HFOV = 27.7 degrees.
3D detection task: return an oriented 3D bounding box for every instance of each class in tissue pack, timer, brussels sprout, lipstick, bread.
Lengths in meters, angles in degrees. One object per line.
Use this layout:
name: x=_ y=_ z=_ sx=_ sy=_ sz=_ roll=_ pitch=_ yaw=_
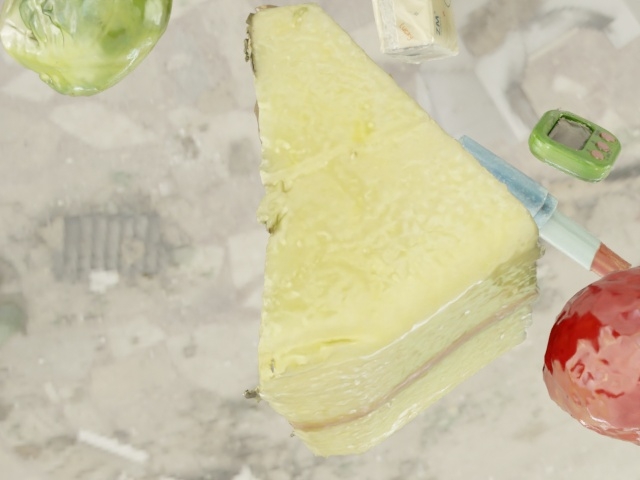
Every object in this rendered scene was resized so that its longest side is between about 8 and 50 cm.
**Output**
tissue pack: x=0.131 y=-0.357 z=1.849 sx=0.092 sy=0.196 sz=0.148 roll=-8 pitch=178 yaw=22
timer: x=0.373 y=-0.139 z=1.908 sx=0.128 sy=0.140 sz=0.047 roll=27 pitch=124 yaw=11
brussels sprout: x=-0.270 y=-0.271 z=1.541 sx=0.223 sy=0.223 sz=0.161 roll=-43 pitch=143 yaw=23
lipstick: x=0.270 y=-0.029 z=1.587 sx=0.274 sy=0.061 sz=0.068 roll=35 pitch=155 yaw=-7
bread: x=0.000 y=0.000 z=0.878 sx=0.198 sy=0.236 sz=0.263 roll=-34 pitch=160 yaw=-6

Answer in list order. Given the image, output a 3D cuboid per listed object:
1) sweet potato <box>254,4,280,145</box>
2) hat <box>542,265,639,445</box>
sweet potato: x=-0.062 y=-0.210 z=2.096 sx=0.092 sy=0.114 sz=0.341 roll=-6 pitch=102 yaw=1
hat: x=0.302 y=0.067 z=0.784 sx=0.332 sy=0.274 sz=0.242 roll=-20 pitch=116 yaw=28
